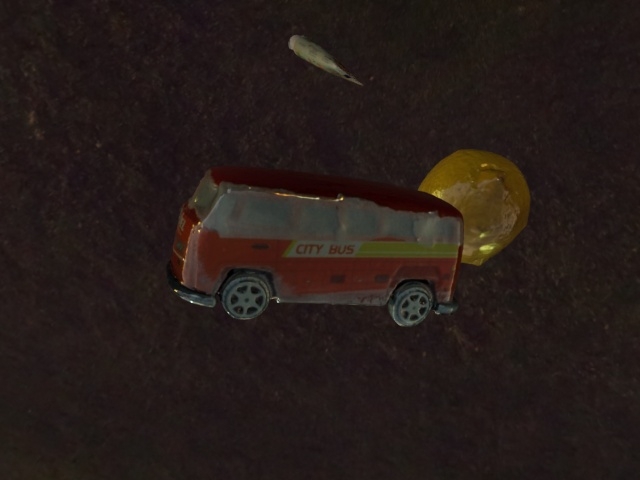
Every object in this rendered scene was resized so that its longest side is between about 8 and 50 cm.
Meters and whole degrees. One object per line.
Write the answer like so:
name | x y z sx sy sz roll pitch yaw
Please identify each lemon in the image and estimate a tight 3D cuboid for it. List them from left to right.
lemon | 0.311 -0.070 1.059 0.234 0.233 0.288 18 162 2

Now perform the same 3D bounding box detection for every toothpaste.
toothpaste | -0.001 -0.440 1.222 0.058 0.314 0.056 -21 130 -17

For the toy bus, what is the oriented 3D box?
toy bus | 0.000 0.000 0.464 0.265 0.121 0.119 5 108 -20
